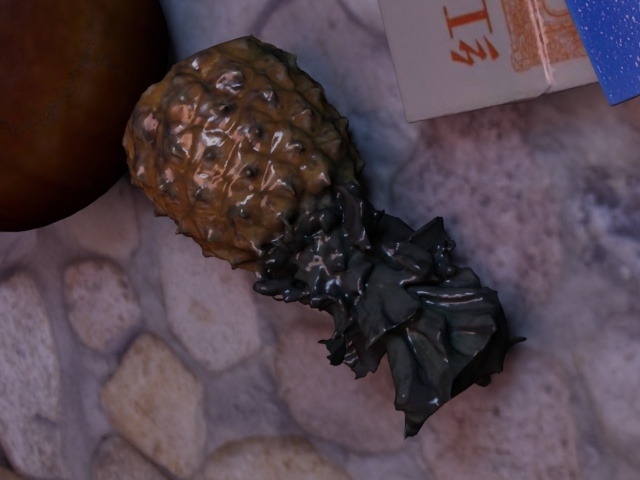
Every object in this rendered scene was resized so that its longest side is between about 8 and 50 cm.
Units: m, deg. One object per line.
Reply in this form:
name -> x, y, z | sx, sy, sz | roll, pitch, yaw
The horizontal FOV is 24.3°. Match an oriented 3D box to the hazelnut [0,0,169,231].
hazelnut -> -0.223, -0.112, 0.932 | 0.251, 0.217, 0.217 | -1, 100, 36

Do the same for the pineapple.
pineapple -> 0.000, -0.001, 0.847 | 0.248, 0.128, 0.128 | 47, 124, 14

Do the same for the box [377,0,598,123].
box -> 0.175, -0.189, 0.712 | 0.365, 0.051, 0.205 | -10, 97, 39

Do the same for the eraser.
eraser -> 0.151, -0.113, 0.700 | 0.063, 0.027, 0.085 | -23, 90, 40
